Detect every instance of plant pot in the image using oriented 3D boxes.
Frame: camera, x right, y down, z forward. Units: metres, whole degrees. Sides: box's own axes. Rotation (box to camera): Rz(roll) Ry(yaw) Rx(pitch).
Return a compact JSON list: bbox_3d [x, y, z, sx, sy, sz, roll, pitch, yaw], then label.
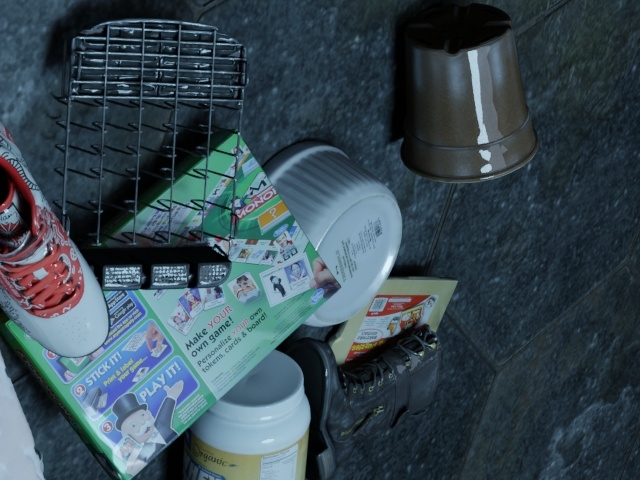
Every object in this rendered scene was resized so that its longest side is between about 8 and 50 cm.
[{"bbox_3d":[0.167,-0.179,2.003,0.167,0.167,0.165,-35,130,-34],"label":"plant pot"}]

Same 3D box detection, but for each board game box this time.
[{"bbox_3d":[-0.150,0.064,1.748,0.317,0.046,0.213,-41,111,-22],"label":"board game box"}]

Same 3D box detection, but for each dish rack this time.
[{"bbox_3d":[-0.170,-0.078,1.639,0.208,0.074,0.271,-1,102,-32],"label":"dish rack"}]

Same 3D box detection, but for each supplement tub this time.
[{"bbox_3d":[-0.086,0.236,1.968,0.144,0.144,0.199,-27,133,-41],"label":"supplement tub"}]

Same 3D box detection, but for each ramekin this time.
[{"bbox_3d":[0.000,0.000,1.944,0.207,0.109,0.207,-32,136,-37],"label":"ramekin"}]

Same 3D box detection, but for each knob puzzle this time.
[{"bbox_3d":[0.075,0.125,2.202,0.213,0.030,0.213,-25,136,-27],"label":"knob puzzle"}]

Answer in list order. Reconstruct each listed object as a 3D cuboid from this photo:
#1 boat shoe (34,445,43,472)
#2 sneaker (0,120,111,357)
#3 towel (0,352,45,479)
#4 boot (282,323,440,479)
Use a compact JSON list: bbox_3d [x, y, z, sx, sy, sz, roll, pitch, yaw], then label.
[{"bbox_3d":[-0.366,0.182,1.584,0.302,0.113,0.103,16,103,-53],"label":"boat shoe"},{"bbox_3d":[-0.262,0.012,1.494,0.090,0.145,0.270,-26,112,-4],"label":"sneaker"},{"bbox_3d":[-0.404,0.154,1.449,0.317,0.053,0.332,-27,105,-38],"label":"towel"},{"bbox_3d":[0.058,0.170,2.146,0.229,0.091,0.263,-32,143,-27],"label":"boot"}]
